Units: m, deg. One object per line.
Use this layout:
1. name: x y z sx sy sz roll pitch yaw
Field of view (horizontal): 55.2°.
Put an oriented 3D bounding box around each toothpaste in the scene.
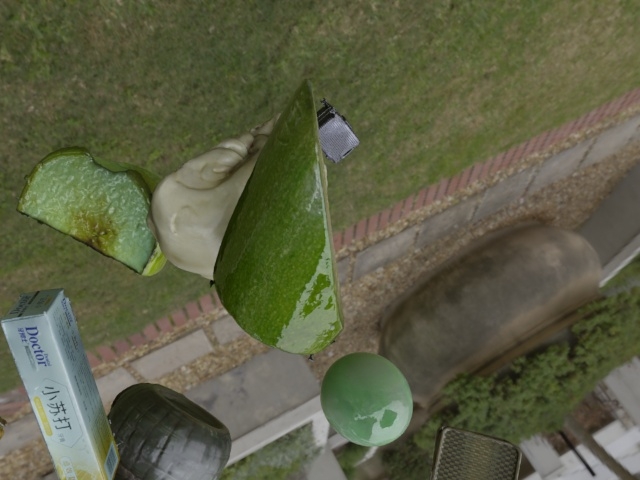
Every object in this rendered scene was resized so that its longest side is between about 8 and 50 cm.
1. toothpaste: -0.362 0.224 0.875 0.070 0.089 0.313 -8 112 -1

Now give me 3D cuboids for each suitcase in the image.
1. suitcase: 0.022 -0.231 1.309 0.086 0.059 0.126 -38 135 8

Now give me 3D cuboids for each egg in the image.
1. egg: 0.115 0.393 1.526 0.220 0.221 0.269 -21 -165 -23

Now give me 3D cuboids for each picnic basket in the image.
1. picnic basket: 0.291 0.514 1.223 0.139 0.165 0.267 72 33 -68

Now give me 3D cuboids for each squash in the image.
1. squash: 0.000 0.000 0.694 0.203 0.111 0.289 25 120 -15

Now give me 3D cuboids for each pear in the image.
1. pear: -0.365 -0.066 1.133 0.292 0.292 0.159 21 96 -62

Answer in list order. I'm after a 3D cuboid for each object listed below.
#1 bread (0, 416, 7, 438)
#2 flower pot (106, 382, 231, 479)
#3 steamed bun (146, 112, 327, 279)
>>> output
1. bread: -0.616 0.196 0.822 0.277 0.324 0.167 35 68 -54
2. flower pot: -0.346 0.448 1.326 0.213 0.301 0.302 -58 160 -11
3. steamed bun: -0.109 -0.048 0.936 0.276 0.203 0.289 -36 -174 -2
